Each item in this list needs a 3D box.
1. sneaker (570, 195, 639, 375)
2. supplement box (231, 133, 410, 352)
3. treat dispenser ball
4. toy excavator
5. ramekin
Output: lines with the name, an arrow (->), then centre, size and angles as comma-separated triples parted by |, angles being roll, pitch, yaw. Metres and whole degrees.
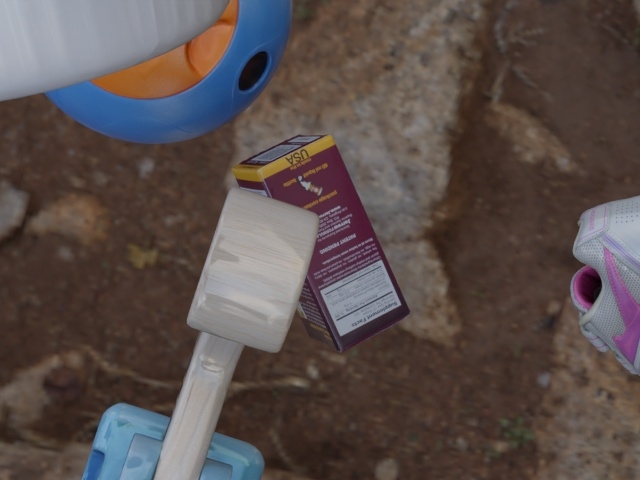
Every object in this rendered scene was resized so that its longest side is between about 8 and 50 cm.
sneaker -> 0.256, 0.050, 1.245 | 0.111, 0.252, 0.103 | -2, 42, 18
supplement box -> 0.000, 0.000, 1.489 | 0.188, 0.081, 0.104 | 65, 167, -11
treat dispenser ball -> -0.172, -0.243, 1.631 | 0.288, 0.288, 0.288 | -18, 65, 42
toy excavator -> -0.130, 0.200, 1.401 | 0.433, 0.222, 0.445 | 126, 161, -77
ramekin -> -0.186, -0.179, 0.953 | 0.277, 0.277, 0.135 | 13, 122, 48
